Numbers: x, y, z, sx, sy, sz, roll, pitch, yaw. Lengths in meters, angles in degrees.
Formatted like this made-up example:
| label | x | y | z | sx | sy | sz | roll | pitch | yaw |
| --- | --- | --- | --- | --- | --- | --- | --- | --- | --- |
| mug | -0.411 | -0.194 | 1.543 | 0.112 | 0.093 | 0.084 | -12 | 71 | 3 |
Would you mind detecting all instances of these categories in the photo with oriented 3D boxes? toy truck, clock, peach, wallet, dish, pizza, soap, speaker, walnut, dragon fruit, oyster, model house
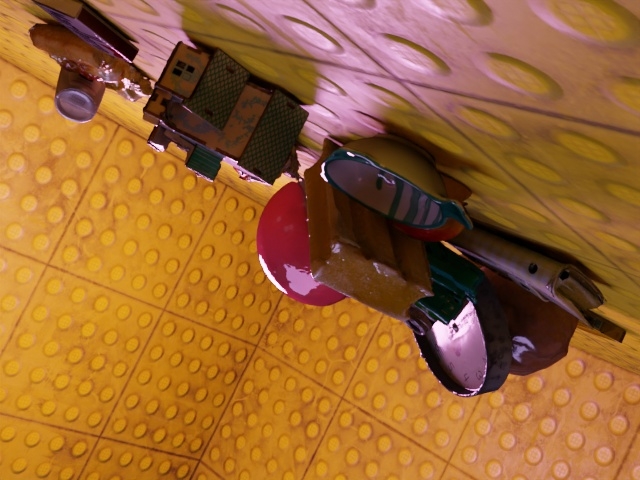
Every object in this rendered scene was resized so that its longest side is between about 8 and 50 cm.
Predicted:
| label | x | y | z | sx | sy | sz | roll | pitch | yaw |
| --- | --- | --- | --- | --- | --- | --- | --- | --- | --- |
| toy truck | 0.151 | 0.026 | 1.723 | 0.363 | 0.176 | 0.178 | 33 | 162 | 23 |
| clock | 0.289 | 0.185 | 1.905 | 0.061 | 0.312 | 0.312 | -16 | -164 | -23 |
| peach | 0.163 | -0.060 | 1.430 | 0.118 | 0.151 | 0.151 | -24 | -152 | -29 |
| wallet | 0.376 | 0.049 | 1.712 | 0.223 | 0.077 | 0.309 | 29 | 180 | -44 |
| dish | 0.118 | -0.093 | 1.295 | 0.246 | 0.078 | 0.224 | 18 | 163 | 33 |
| pizza | -0.450 | -0.355 | 1.874 | 0.288 | 0.075 | 0.280 | 29 | 177 | -42 |
| soap | 0.072 | -0.023 | 1.500 | 0.199 | 0.091 | 0.315 | 28 | -151 | -24 |
| speaker | 0.000 | 0.000 | 1.965 | 0.294 | 0.294 | 0.294 | 26 | 177 | 1 |
| walnut | 0.431 | 0.175 | 1.977 | 0.273 | 0.273 | 0.227 | 25 | -152 | 20 |
| dragon fruit | -0.184 | -0.198 | 2.312 | 0.116 | 0.086 | 0.081 | 58 | -173 | -70 |
| oyster | -0.098 | -0.182 | 1.779 | 0.162 | 0.107 | 0.233 | 25 | -165 | -2 |
| model house | -0.139 | -0.175 | 1.397 | 0.206 | 0.178 | 0.271 | 25 | 174 | 6 |

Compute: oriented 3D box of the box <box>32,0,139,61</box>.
| label | x | y | z | sx | sy | sz | roll | pitch | yaw |
| --- | --- | --- | --- | --- | --- | --- | --- | --- | --- |
| box | -0.402 | -0.370 | 1.531 | 0.115 | 0.036 | 0.177 | 25 | 177 | 23 |

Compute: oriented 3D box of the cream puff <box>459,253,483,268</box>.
| label | x | y | z | sx | sy | sz | roll | pitch | yaw |
| --- | --- | --- | --- | --- | --- | --- | --- | --- | --- |
| cream puff | 0.390 | 0.099 | 2.201 | 0.156 | 0.121 | 0.156 | 22 | -137 | -22 |

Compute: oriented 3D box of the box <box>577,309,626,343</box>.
| label | x | y | z | sx | sy | sz | roll | pitch | yaw |
| --- | --- | --- | --- | --- | --- | --- | --- | --- | --- |
| box | 0.613 | 0.172 | 2.241 | 0.279 | 0.041 | 0.153 | 28 | 176 | -20 |

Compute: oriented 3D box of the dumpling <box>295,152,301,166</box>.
| label | x | y | z | sx | sy | sz | roll | pitch | yaw |
| --- | --- | --- | --- | --- | --- | --- | --- | --- | --- |
| dumpling | -0.076 | -0.186 | 1.927 | 0.077 | 0.043 | 0.059 | 9 | -169 | 3 |

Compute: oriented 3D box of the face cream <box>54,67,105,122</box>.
| label | x | y | z | sx | sy | sz | roll | pitch | yaw |
| --- | --- | --- | --- | --- | --- | --- | --- | --- | --- |
| face cream | -0.529 | -0.341 | 1.973 | 0.107 | 0.073 | 0.269 | 32 | -162 | -22 |

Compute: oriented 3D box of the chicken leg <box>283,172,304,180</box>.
| label | x | y | z | sx | sy | sz | roll | pitch | yaw |
| --- | --- | --- | --- | --- | --- | --- | --- | --- | --- |
| chicken leg | -0.072 | -0.172 | 2.333 | 0.083 | 0.021 | 0.036 | 27 | 168 | -24 |
